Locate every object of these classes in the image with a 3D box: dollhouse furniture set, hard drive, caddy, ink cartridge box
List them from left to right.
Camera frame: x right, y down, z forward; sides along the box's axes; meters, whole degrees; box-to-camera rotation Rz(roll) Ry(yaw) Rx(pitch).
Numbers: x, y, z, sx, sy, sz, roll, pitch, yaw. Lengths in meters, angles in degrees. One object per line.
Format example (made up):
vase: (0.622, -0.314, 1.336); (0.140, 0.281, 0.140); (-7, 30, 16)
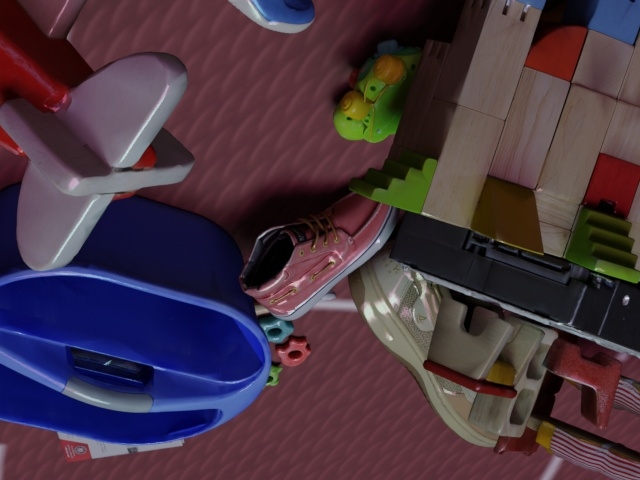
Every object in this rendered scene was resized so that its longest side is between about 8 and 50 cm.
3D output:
caddy: (-0.214, 0.090, 1.483); (0.341, 0.179, 0.241); (17, 133, -29)
ink cartridge box: (-0.226, 0.191, 1.684); (0.135, 0.056, 0.099); (-7, 139, -4)
dollhouse furniture set: (0.258, 0.180, 1.542); (0.374, 0.201, 0.152); (17, 93, -60)
hard drive: (0.259, 0.064, 1.491); (0.339, 0.237, 0.064); (21, 90, -45)

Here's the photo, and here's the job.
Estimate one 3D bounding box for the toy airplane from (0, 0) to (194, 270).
toy airplane: (-0.247, -0.166, 1.121); (0.386, 0.272, 0.384); (-6, 108, 15)

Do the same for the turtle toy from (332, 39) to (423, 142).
turtle toy: (0.061, -0.133, 1.378); (0.095, 0.066, 0.130); (20, 131, -34)

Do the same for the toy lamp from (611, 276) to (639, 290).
toy lamp: (0.276, -0.044, 1.520); (0.080, 0.080, 0.275); (-25, 136, 16)

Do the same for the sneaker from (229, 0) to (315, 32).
sneaker: (-0.045, -0.234, 1.247); (0.152, 0.058, 0.084); (32, 132, -30)

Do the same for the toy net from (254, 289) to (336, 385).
toy net: (-0.039, 0.098, 1.631); (0.122, 0.045, 0.232); (20, 130, -30)

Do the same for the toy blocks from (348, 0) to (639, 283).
toy blocks: (0.231, -0.117, 1.324); (0.381, 0.191, 0.261); (16, 95, -25)

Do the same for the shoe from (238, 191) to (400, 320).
shoe: (0.000, 0.000, 1.477); (0.178, 0.063, 0.081); (-45, 145, 5)

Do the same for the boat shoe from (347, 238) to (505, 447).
boat shoe: (0.154, 0.114, 1.635); (0.110, 0.121, 0.341); (-26, 136, 17)
